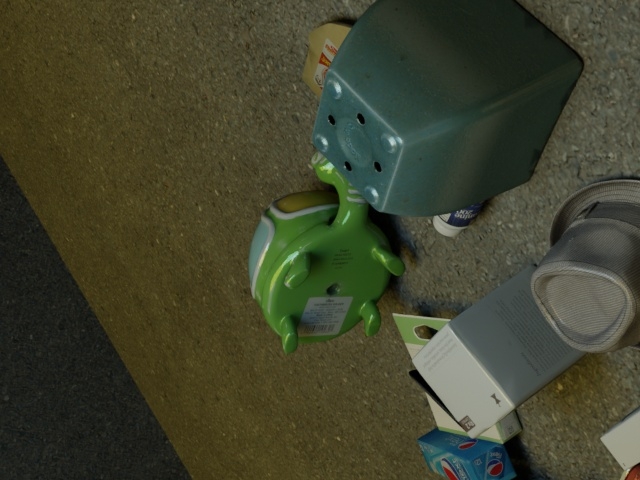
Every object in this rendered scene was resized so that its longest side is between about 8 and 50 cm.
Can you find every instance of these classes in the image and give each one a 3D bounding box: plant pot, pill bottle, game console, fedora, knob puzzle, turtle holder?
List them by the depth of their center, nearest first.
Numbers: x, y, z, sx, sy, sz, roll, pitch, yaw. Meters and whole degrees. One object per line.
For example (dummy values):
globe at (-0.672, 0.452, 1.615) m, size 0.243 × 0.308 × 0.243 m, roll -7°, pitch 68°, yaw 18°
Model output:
fedora at (0.368, 0.056, 1.441) m, size 0.275 × 0.124 × 0.243 m, roll -16°, pitch 103°, yaw 61°
plant pot at (0.133, -0.175, 1.469) m, size 0.248 × 0.252 × 0.247 m, roll 48°, pitch 150°, yaw 22°
pill bottle at (0.204, -0.058, 1.659) m, size 0.067 × 0.067 × 0.120 m, roll 49°, pitch 150°, yaw 19°
knob puzzle at (0.050, -0.260, 1.755) m, size 0.213 × 0.030 × 0.213 m, roll 40°, pitch 146°, yaw 34°
game console at (0.199, 0.268, 1.858) m, size 0.122 × 0.071 × 0.107 m, roll 44°, pitch 148°, yaw 26°
turtle holder at (-0.016, 0.012, 1.905) m, size 0.227 × 0.243 × 0.320 m, roll 56°, pitch 166°, yaw 44°

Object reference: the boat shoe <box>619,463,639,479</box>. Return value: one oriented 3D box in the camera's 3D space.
boat shoe at (0.463, 0.383, 1.683) m, size 0.043 × 0.049 × 0.137 m, roll 37°, pitch 140°, yaw 32°

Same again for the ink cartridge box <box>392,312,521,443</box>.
ink cartridge box at (0.227, 0.219, 1.898) m, size 0.171 × 0.056 × 0.235 m, roll 0°, pitch 115°, yaw 58°

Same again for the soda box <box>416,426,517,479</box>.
soda box at (0.248, 0.372, 1.952) m, size 0.067 × 0.071 × 0.210 m, roll 66°, pitch 162°, yaw -8°

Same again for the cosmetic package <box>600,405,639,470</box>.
cosmetic package at (0.464, 0.217, 1.466) m, size 0.060 × 0.099 × 0.239 m, roll 52°, pitch 150°, yaw 13°

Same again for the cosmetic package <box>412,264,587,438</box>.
cosmetic package at (0.265, 0.162, 1.645) m, size 0.151 × 0.184 × 0.151 m, roll 53°, pitch 151°, yaw 13°
